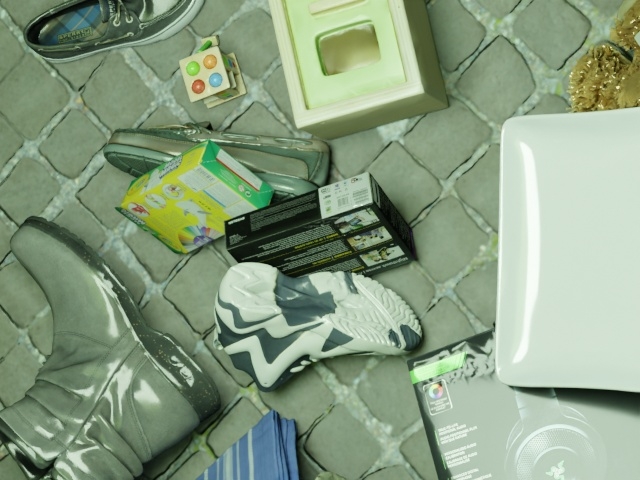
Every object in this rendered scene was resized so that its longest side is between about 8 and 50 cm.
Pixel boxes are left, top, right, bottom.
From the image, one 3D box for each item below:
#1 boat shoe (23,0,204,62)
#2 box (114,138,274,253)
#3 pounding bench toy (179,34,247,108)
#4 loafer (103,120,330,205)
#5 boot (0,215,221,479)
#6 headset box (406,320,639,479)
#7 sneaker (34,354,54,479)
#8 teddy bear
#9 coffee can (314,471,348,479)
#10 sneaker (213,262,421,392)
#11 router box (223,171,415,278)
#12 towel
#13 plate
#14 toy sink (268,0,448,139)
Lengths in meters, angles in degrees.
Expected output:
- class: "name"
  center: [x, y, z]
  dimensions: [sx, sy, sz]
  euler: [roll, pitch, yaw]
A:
- class: "boat shoe"
  center: [-0.251, -0.271, 2.040]
  dimensions: [0.228, 0.076, 0.080]
  euler: [-13, 83, 17]
- class: "box"
  center: [-0.148, -0.045, 1.953]
  dimensions: [0.179, 0.105, 0.043]
  euler: [-25, 36, 44]
- class: "pounding bench toy"
  center: [-0.131, -0.206, 2.002]
  dimensions: [0.052, 0.065, 0.083]
  euler: [-20, 80, 16]
- class: "loafer"
  center: [-0.117, -0.097, 1.989]
  dimensions: [0.267, 0.096, 0.084]
  euler: [13, 71, 12]
- class: "boot"
  center: [-0.298, 0.143, 1.962]
  dimensions: [0.222, 0.118, 0.338]
  euler: [-41, 72, -18]
- class: "headset box"
  center: [0.249, 0.209, 1.792]
  dimensions: [0.246, 0.131, 0.283]
  euler: [-21, 67, 16]
- class: "sneaker"
  center: [-0.286, 0.248, 2.022]
  dimensions: [0.106, 0.078, 0.234]
  euler: [-1, 76, 1]
- class: "teddy bear"
  center: [0.383, -0.153, 1.754]
  dimensions: [0.338, 0.113, 0.245]
  euler: [16, 73, 54]
- class: "coffee can"
  center: [-0.034, 0.415, 1.859]
  dimensions: [0.275, 0.201, 0.201]
  euler: [-42, 75, 11]
- class: "sneaker"
  center: [-0.015, 0.111, 1.940]
  dimensions: [0.235, 0.153, 0.094]
  euler: [7, 53, -16]
- class: "router box"
  center: [0.000, 0.000, 1.908]
  dimensions: [0.179, 0.133, 0.046]
  euler: [-18, 54, 16]
- class: "towel"
  center: [-0.147, 0.348, 1.897]
  dimensions: [0.336, 0.243, 0.040]
  euler: [-43, 107, 11]
- class: "plate"
  center: [0.290, 0.010, 1.675]
  dimensions: [0.278, 0.045, 0.277]
  euler: [-1, 87, 47]
- class: "toy sink"
  center: [0.034, -0.248, 1.915]
  dimensions: [0.152, 0.131, 0.234]
  euler: [-14, 82, 16]
